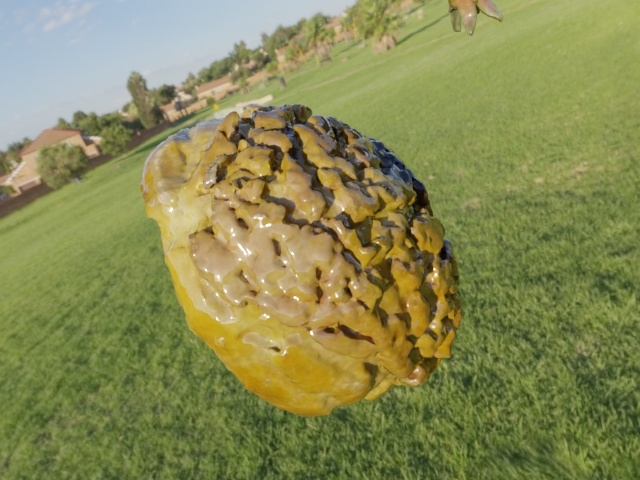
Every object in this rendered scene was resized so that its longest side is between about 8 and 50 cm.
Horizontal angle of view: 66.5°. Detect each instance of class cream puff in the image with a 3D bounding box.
[{"bbox_3d":[0.000,0.000,0.501,0.231,0.342,0.327,-36,-3,11],"label":"cream puff"}]

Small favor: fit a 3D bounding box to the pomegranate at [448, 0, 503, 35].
[{"bbox_3d":[0.195,-0.414,0.708,0.182,0.224,0.181,-23,32,16],"label":"pomegranate"}]
